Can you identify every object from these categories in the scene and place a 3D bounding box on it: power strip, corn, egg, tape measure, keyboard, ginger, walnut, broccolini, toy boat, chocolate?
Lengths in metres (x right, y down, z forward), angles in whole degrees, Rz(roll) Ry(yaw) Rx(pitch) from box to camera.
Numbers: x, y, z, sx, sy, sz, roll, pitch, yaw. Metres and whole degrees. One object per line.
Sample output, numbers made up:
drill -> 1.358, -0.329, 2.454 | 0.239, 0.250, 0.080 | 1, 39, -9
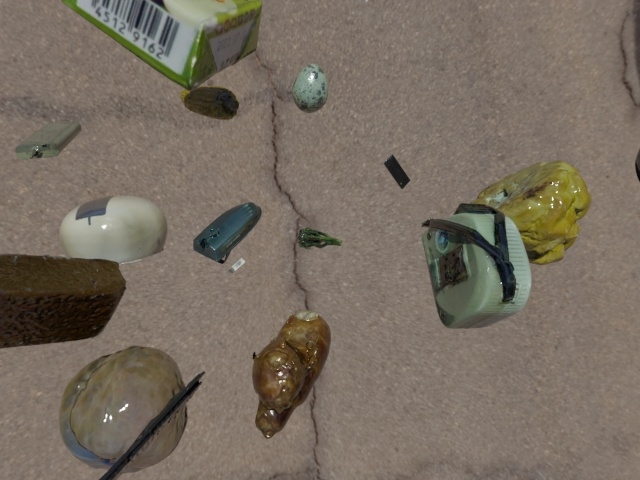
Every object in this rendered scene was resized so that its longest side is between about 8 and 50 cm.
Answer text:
power strip -> -0.673, -0.248, 1.113 | 0.092, 0.268, 0.034 | -8, 119, -10
corn -> -0.340, -0.425, 1.375 | 0.262, 0.097, 0.097 | 19, 81, 38
egg -> -0.036, -0.553, 1.635 | 0.132, 0.132, 0.172 | 7, 116, -6
tape measure -> 0.263, 0.026, 0.799 | 0.115, 0.207, 0.235 | 0, 65, -13
keyboard -> 0.297, -0.265, 1.733 | 0.053, 0.010, 0.155 | -46, 127, -3
ginger -> -0.078, 0.334, 1.310 | 0.176, 0.418, 0.254 | 15, 128, 14
walnut -> -0.383, 0.334, 0.901 | 0.248, 0.248, 0.248 | 1, 85, -6
keyboard -> -0.205, 0.235, 0.531 | 0.015, 0.196, 0.074 | 36, 122, 6
broccolini -> -0.009, -0.009, 1.683 | 0.068, 0.203, 0.091 | 37, 64, -38
toy boat -> -0.248, -0.030, 1.254 | 0.093, 0.103, 0.246 | 22, 49, 23
chocolate -> -0.297, -0.481, 0.916 | 0.301, 0.137, 0.289 | 35, 41, -4

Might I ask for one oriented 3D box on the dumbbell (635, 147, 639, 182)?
dumbbell -> 0.485, -0.012, 0.472 | 0.185, 0.185, 0.388 | 6, 55, -6

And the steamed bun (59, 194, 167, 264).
steamed bun -> -0.666, -0.040, 1.456 | 0.324, 0.324, 0.206 | -11, 103, -7

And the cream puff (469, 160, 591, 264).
cream puff -> 0.550, -0.036, 1.178 | 0.324, 0.291, 0.257 | -29, 107, 33

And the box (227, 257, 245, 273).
box -> -0.318, 0.097, 1.691 | 0.024, 0.083, 0.054 | 46, 64, -8

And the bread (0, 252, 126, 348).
bread -> -0.546, 0.100, 0.741 | 0.165, 0.416, 0.113 | -50, 60, 21
